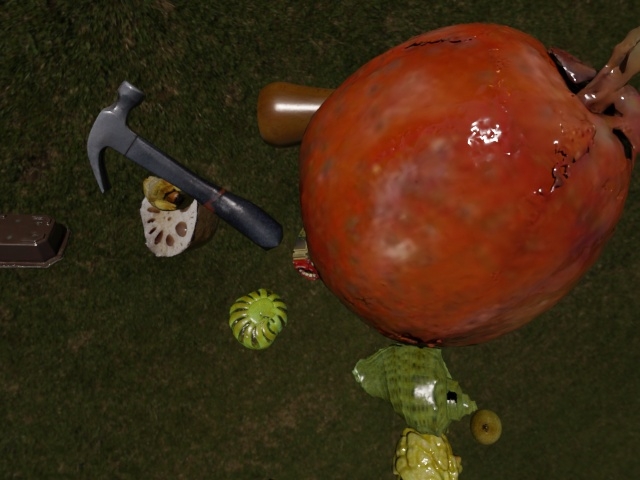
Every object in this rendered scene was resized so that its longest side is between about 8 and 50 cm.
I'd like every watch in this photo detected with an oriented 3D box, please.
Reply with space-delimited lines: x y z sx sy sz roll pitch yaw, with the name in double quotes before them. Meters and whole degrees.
"watch" 0.000 0.009 1.618 0.165 0.102 0.268 55 49 -31

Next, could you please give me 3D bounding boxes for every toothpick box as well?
"toothpick box" 0.013 -0.289 1.080 0.294 0.192 0.192 1 122 10

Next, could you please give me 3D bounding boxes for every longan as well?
"longan" 0.364 0.411 1.027 0.075 0.075 0.083 -45 158 5

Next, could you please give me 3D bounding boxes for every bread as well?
"bread" -0.136 0.172 1.049 0.139 0.130 0.071 -30 160 -31

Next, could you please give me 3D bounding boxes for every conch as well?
"conch" 0.094 0.138 0.455 0.089 0.121 0.074 -44 143 -53

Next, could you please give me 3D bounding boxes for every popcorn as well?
"popcorn" 0.166 0.341 0.712 0.116 0.106 0.120 -3 101 -48

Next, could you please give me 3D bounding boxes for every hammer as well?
"hammer" -0.175 -0.070 0.638 0.290 0.037 0.137 35 99 -17

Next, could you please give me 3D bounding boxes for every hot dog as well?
"hot dog" -0.314 -0.090 0.940 0.061 0.169 0.078 -46 124 -29

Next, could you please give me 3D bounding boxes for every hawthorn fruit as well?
"hawthorn fruit" 0.131 -0.060 0.390 0.276 0.276 0.307 16 148 -30

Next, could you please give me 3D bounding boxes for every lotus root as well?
"lotus root" -0.433 -0.077 1.498 0.272 0.272 0.192 -57 161 13

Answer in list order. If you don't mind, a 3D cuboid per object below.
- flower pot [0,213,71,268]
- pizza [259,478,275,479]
"flower pot" -0.872 -0.011 1.342 0.251 0.178 0.084 1 136 -9
"pizza" -0.096 0.731 1.282 0.081 0.229 0.289 -53 155 -19
